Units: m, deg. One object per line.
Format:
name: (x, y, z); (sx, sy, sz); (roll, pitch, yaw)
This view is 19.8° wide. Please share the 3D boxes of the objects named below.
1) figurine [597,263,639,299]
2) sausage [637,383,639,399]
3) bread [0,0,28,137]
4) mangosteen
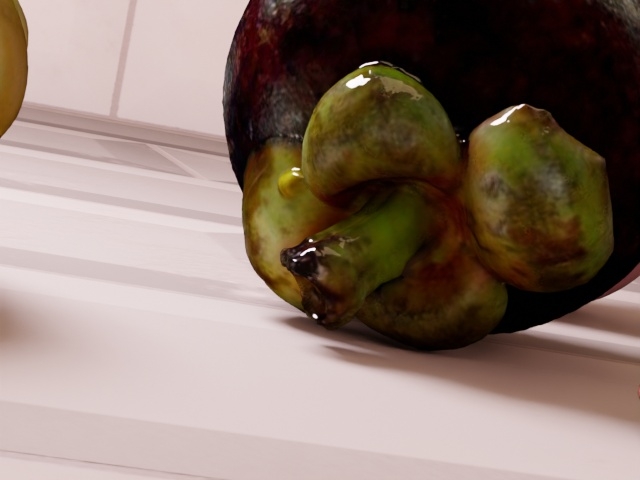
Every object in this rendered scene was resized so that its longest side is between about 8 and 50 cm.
figurine: (0.187, -0.053, 1.508); (0.211, 0.269, 0.261); (21, -1, 27)
sausage: (0.235, 0.084, 0.967); (0.141, 0.076, 0.076); (15, 7, 36)
bread: (-0.307, -0.078, 1.015); (0.333, 0.160, 0.333); (-6, 9, 1)
mangosteen: (0.088, -0.078, 1.208); (0.330, 0.330, 0.330); (11, 5, -1)
